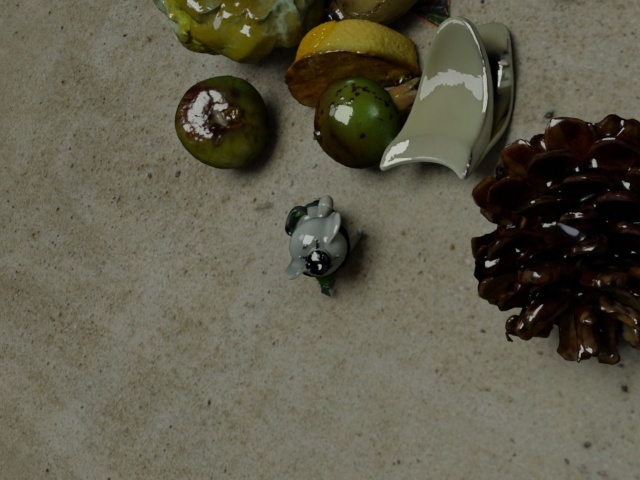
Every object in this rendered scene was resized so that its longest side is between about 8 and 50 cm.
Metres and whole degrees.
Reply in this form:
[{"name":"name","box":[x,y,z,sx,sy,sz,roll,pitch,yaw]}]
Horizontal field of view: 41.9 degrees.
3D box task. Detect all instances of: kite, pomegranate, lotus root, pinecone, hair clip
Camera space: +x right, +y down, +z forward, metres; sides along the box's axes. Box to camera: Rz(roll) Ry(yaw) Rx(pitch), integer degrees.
[{"name":"kite","box":[0.198,-0.470,1.485,0.183,0.014,0.241,-7,69,39]},{"name":"pomegranate","box":[0.082,-0.210,1.407,0.205,0.159,0.159,-25,55,1]},{"name":"lotus root","box":[0.116,-0.472,1.450,0.284,0.146,0.160,-44,42,23]},{"name":"pinecone","box":[0.324,0.007,1.037,0.298,0.242,0.296,-18,61,29]},{"name":"hair clip","box":[0.217,-0.227,1.321,0.172,0.113,0.282,10,86,43]}]

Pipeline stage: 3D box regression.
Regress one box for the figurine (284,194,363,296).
[{"name":"figurine","box":[0.000,0.000,1.396,0.147,0.126,0.192,-55,14,25]}]

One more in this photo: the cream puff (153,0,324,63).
[{"name":"cream puff","box":[-0.144,-0.508,1.646,0.378,0.275,0.378,-1,78,6]}]

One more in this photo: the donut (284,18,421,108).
[{"name":"donut","box":[0.036,-0.320,1.473,0.259,0.152,0.101,-4,70,40]}]

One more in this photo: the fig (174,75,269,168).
[{"name":"fig","box":[-0.196,-0.227,1.635,0.191,0.181,0.181,8,79,65]}]
